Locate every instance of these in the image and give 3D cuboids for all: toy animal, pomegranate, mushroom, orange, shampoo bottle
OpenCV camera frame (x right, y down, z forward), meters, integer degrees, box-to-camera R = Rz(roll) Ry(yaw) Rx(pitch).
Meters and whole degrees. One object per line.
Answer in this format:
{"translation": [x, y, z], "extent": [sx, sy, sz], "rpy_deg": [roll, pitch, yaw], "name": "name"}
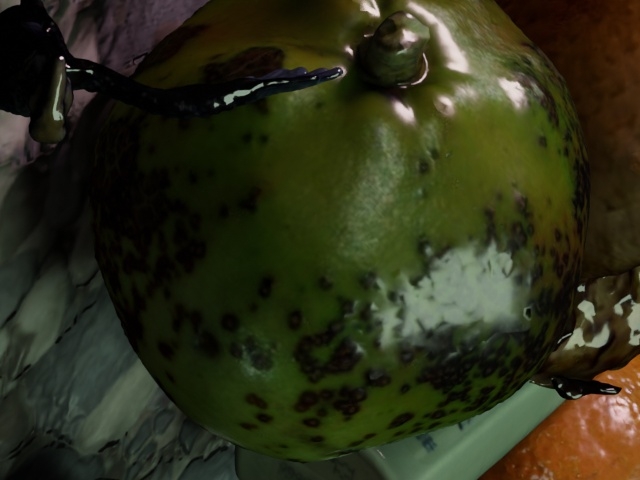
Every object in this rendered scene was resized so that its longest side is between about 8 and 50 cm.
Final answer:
{"translation": [-0.105, -0.063, 0.665], "extent": [0.220, 0.108, 0.062], "rpy_deg": [-7, 130, -21], "name": "toy animal"}
{"translation": [-0.011, -0.013, 0.827], "extent": [0.222, 0.276, 0.204], "rpy_deg": [-38, 107, -30], "name": "pomegranate"}
{"translation": [0.144, -0.060, 0.971], "extent": [0.195, 0.263, 0.283], "rpy_deg": [34, 69, -29], "name": "mushroom"}
{"translation": [0.138, 0.151, 1.211], "extent": [0.224, 0.170, 0.224], "rpy_deg": [-36, 177, -2], "name": "orange"}
{"translation": [0.087, 0.052, 1.083], "extent": [0.359, 0.134, 0.078], "rpy_deg": [-33, 142, -48], "name": "shampoo bottle"}

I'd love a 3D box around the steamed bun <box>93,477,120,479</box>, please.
{"translation": [-0.047, 0.294, 0.887], "extent": [0.219, 0.324, 0.309], "rpy_deg": [-46, 142, -19], "name": "steamed bun"}
